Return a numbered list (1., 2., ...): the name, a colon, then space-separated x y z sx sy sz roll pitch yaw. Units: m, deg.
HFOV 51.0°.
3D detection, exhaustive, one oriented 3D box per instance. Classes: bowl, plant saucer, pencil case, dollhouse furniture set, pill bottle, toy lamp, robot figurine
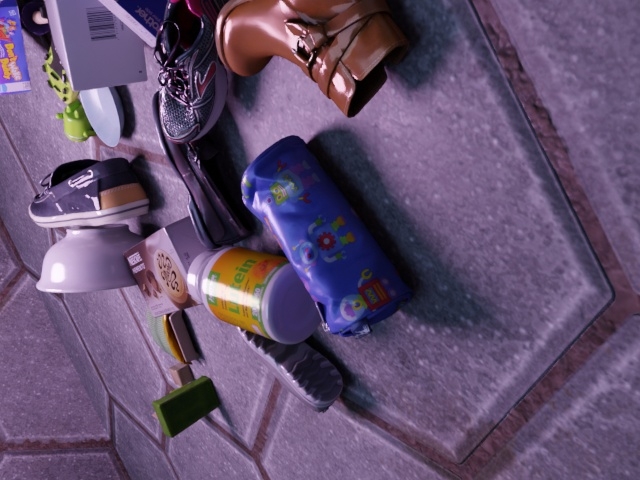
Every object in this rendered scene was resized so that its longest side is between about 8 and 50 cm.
1. bowl: -0.525 0.032 1.603 0.298 0.298 0.134 5 100 53
2. plant saucer: -0.484 -0.309 1.508 0.195 0.037 0.195 34 138 38
3. pencil case: 0.000 0.000 0.963 0.306 0.133 0.119 56 180 13
4. dollhouse furniture set: -0.413 0.322 1.742 0.197 0.151 0.301 1 113 54
5. pill bottle: -0.119 0.084 1.157 0.245 0.136 0.136 12 122 43
6. toy lamp: -0.616 -0.507 1.522 0.274 0.080 0.080 19 127 46
7. robot figurine: -0.595 -0.290 1.648 0.101 0.067 0.115 31 140 6

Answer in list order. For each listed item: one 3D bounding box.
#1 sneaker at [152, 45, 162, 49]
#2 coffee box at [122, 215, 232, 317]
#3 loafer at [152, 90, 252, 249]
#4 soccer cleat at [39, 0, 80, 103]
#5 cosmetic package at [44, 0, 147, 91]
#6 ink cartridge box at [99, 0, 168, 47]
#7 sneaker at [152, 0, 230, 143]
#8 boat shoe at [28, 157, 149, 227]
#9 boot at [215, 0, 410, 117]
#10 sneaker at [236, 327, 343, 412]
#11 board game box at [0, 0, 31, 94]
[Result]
1. sneaker: -0.278 -0.391 1.149 0.070 0.051 0.134 25 127 51
2. coffee box: -0.293 0.053 1.417 0.297 0.119 0.168 -18 98 57
3. loafer: -0.205 -0.132 1.208 0.095 0.109 0.302 -11 109 19
4. soccer cleat: -0.510 -0.411 1.397 0.093 0.121 0.289 38 138 18
5. cosmetic package: -0.412 -0.420 1.192 0.225 0.138 0.224 -126 29 -46
6. ink cartridge box: -0.307 -0.409 1.043 0.207 0.097 0.046 39 162 -35
7. sneaker: -0.208 -0.274 1.025 0.121 0.112 0.299 28 132 9
8. boat shoe: -0.588 -0.121 1.663 0.500 0.187 0.156 0 107 49
9. boot: -0.014 -0.245 0.856 0.220 0.109 0.283 54 139 8
10. sneaker: -0.075 0.210 1.238 0.281 0.105 0.115 49 152 27
11. board game box: -0.798 -0.561 1.656 0.347 0.078 0.233 60 151 33
